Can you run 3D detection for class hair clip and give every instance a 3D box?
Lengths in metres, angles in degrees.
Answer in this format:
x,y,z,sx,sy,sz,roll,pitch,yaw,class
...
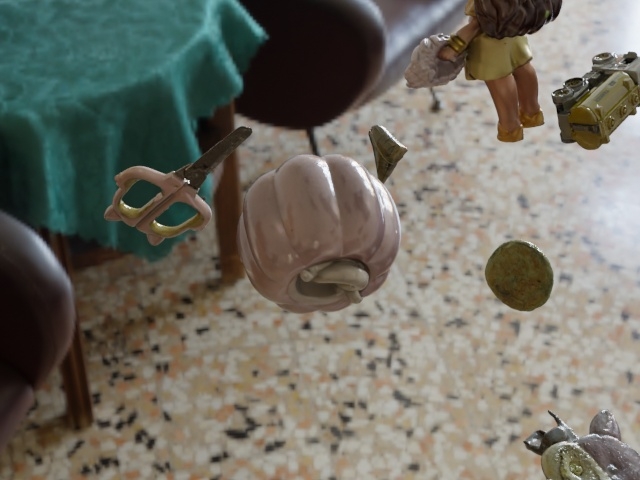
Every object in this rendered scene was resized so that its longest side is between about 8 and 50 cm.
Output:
x,y,z,sx,sy,sz,roll,pitch,yaw,class
0.293,0.255,1.209,0.146,0.056,0.187,-16,45,-35,hair clip

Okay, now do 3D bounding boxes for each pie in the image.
x,y,z,sx,sy,sz,roll,pitch,yaw,class
0.225,0.039,1.274,0.084,0.084,0.021,22,24,25,pie

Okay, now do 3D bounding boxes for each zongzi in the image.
x,y,z,sx,sy,sz,roll,pitch,yaw,class
0.097,-0.139,1.862,0.040,0.083,0.076,0,38,-42,zongzi

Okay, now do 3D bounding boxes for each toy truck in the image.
x,y,z,sx,sy,sz,roll,pitch,yaw,class
0.264,-0.130,1.057,0.062,0.052,0.123,9,38,43,toy truck

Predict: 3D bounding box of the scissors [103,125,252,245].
x,y,z,sx,sy,sz,roll,pitch,yaw,class
-0.195,-0.086,1.651,0.160,0.317,0.024,32,46,-26,scissors

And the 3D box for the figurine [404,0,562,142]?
x,y,z,sx,sy,sz,roll,pitch,yaw,class
0.165,-0.212,1.053,0.115,0.240,0.174,18,39,30,figurine

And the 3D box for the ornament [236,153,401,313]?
x,y,z,sx,sy,sz,roll,pitch,yaw,class
-0.001,0.000,1.214,0.177,0.178,0.177,0,39,0,ornament
